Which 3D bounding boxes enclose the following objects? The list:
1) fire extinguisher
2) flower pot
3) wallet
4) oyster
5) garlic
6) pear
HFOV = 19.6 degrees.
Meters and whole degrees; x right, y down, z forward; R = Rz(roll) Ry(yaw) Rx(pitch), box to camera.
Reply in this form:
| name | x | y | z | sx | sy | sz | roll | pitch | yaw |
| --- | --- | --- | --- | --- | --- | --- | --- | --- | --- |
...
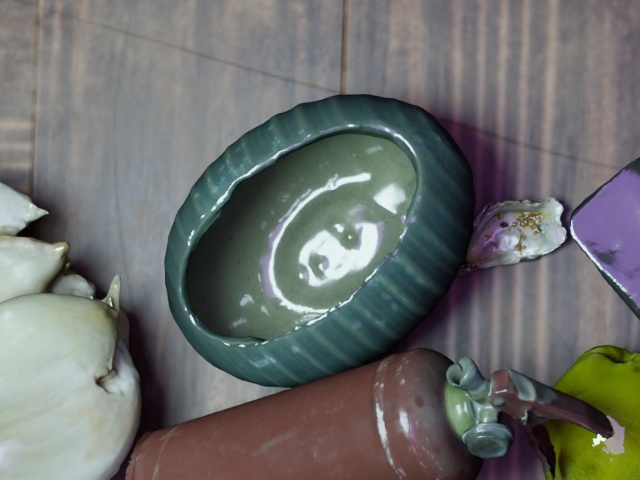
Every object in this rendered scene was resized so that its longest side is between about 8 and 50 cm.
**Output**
| name | x | y | z | sx | sy | sz | roll | pitch | yaw |
| --- | --- | --- | --- | --- | --- | --- | --- | --- | --- |
| fire extinguisher | 0.035 | 0.153 | 1.301 | 0.337 | 0.147 | 0.106 | -19 | 49 | 30 |
| flower pot | 0.000 | 0.000 | 1.347 | 0.243 | 0.157 | 0.189 | -35 | 82 | 6 |
| wallet | 0.255 | 0.020 | 1.366 | 0.082 | 0.018 | 0.156 | -41 | 80 | 5 |
| oyster | 0.138 | -0.006 | 1.385 | 0.093 | 0.034 | 0.051 | -11 | 100 | -1 |
| garlic | -0.240 | 0.080 | 1.385 | 0.203 | 0.184 | 0.281 | -34 | 58 | -19 |
| pear | 0.211 | 0.142 | 1.327 | 0.107 | 0.107 | 0.131 | 1 | 95 | 11 |
